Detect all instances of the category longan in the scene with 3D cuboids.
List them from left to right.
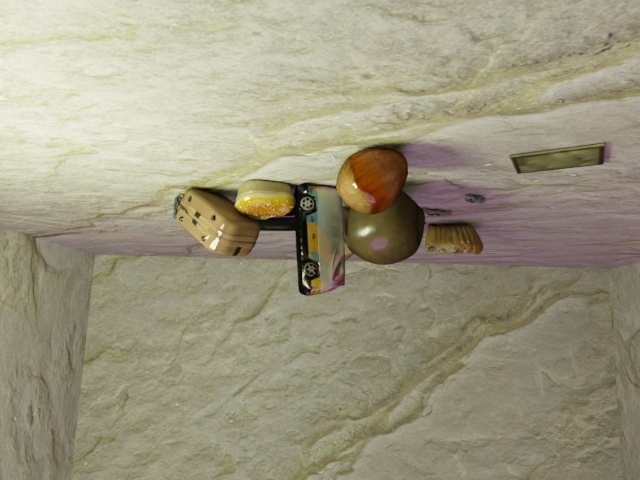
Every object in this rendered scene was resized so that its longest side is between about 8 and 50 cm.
[{"bbox_3d":[0.214,-0.053,1.649,0.288,0.288,0.350,0,173,12],"label":"longan"}]

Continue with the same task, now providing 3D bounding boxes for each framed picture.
[{"bbox_3d":[0.657,-0.224,1.347,0.231,0.010,0.173,-3,169,28],"label":"framed picture"}]

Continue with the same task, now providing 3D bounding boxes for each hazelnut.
[{"bbox_3d":[0.145,-0.165,1.325,0.214,0.176,0.214,-24,-177,1],"label":"hazelnut"}]

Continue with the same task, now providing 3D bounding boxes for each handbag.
[{"bbox_3d":[-0.348,-0.062,1.778,0.302,0.149,0.283,33,-163,35],"label":"handbag"}]

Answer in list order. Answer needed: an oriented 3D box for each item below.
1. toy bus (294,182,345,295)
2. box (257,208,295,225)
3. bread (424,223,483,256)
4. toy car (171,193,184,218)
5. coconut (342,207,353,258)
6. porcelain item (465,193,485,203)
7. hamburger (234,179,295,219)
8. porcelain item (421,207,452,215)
[{"bbox_3d":[0.000,0.000,1.703,0.162,0.386,0.171,-1,172,-11],"label":"toy bus"},{"bbox_3d":[-0.185,-0.092,2.110,0.289,0.073,0.290,0,170,6],"label":"box"},{"bbox_3d":[0.626,-0.001,2.281,0.274,0.149,0.274,2,177,0],"label":"bread"},{"bbox_3d":[-0.494,-0.122,1.917,0.191,0.097,0.100,7,175,-27],"label":"toy car"},{"bbox_3d":[0.040,-0.022,2.016,0.259,0.259,0.259,2,171,0],"label":"coconut"},{"bbox_3d":[0.559,-0.151,1.757,0.083,0.028,0.036,8,152,-27],"label":"porcelain item"},{"bbox_3d":[-0.193,-0.140,1.694,0.210,0.116,0.173,4,168,-22],"label":"hamburger"},{"bbox_3d":[0.470,-0.114,2.008,0.136,0.021,0.075,4,174,-13],"label":"porcelain item"}]
